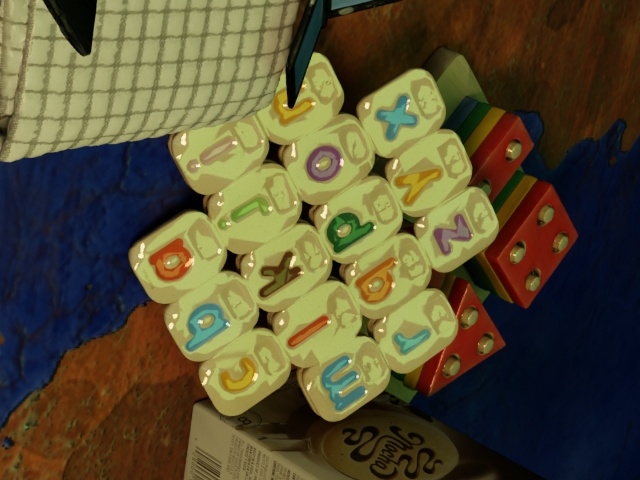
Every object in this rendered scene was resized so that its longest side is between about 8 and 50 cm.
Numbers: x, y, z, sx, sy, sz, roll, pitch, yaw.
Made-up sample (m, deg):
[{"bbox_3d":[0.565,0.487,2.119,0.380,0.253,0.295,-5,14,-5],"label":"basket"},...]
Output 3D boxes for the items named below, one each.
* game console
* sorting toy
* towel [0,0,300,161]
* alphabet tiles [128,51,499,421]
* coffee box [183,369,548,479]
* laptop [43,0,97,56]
[{"bbox_3d":[0.021,-0.147,1.116,0.107,0.071,0.122,-14,173,-3],"label":"game console"},{"bbox_3d":[0.108,0.012,1.439,0.255,0.089,0.257,-52,141,-14],"label":"sorting toy"},{"bbox_3d":[-0.125,-0.206,1.030,0.235,0.121,0.283,-12,121,-43],"label":"towel"},{"bbox_3d":[0.000,0.000,1.273,0.278,0.021,0.284,-34,117,-13],"label":"alphabet tiles"},{"bbox_3d":[0.049,0.221,1.319,0.168,0.297,0.119,-14,121,-45],"label":"coffee box"},{"bbox_3d":[-0.107,-0.273,0.812,0.136,0.264,0.234,-17,132,14],"label":"laptop"}]
